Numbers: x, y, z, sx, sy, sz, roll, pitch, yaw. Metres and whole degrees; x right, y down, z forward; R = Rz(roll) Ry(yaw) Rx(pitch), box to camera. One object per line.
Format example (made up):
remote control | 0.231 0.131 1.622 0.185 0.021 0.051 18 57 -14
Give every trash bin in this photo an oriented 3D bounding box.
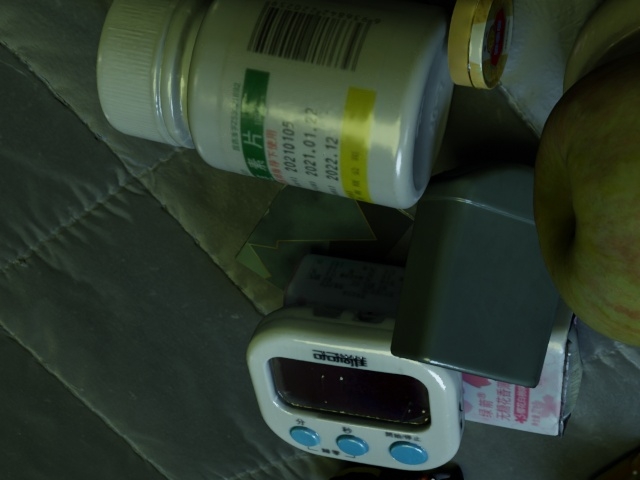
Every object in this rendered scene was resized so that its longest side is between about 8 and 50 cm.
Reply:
trash bin | 0.181 0.029 1.129 0.176 0.236 0.101 15 173 -26

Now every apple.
apple | 0.311 -0.037 0.879 0.234 0.257 0.257 -9 129 -4

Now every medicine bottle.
medicine bottle | -0.044 -0.165 1.084 0.339 0.208 0.208 13 132 15

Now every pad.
pad | 0.000 0.000 1.349 0.163 0.004 0.243 33 135 -4

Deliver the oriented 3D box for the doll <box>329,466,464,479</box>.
doll | 0.107 0.395 1.590 0.248 0.088 0.127 -12 102 22

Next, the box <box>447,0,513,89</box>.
box | 0.159 -0.202 1.029 0.037 0.105 0.105 11 132 24

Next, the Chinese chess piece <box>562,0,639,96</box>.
Chinese chess piece | 0.358 -0.139 0.995 0.250 0.097 0.251 13 132 14

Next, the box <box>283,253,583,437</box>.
box | 0.145 0.134 1.319 0.369 0.112 0.190 8 132 19

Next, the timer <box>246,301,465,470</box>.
timer | 0.047 0.177 1.265 0.262 0.087 0.237 6 132 18

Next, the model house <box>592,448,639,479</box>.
model house | 0.428 0.447 1.368 0.173 0.239 0.268 -24 114 37
